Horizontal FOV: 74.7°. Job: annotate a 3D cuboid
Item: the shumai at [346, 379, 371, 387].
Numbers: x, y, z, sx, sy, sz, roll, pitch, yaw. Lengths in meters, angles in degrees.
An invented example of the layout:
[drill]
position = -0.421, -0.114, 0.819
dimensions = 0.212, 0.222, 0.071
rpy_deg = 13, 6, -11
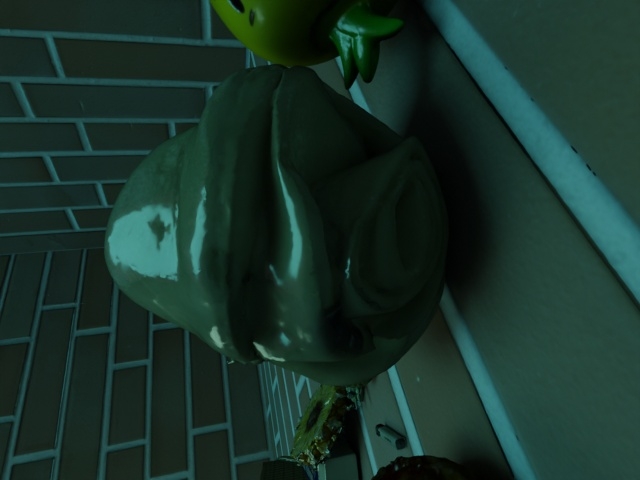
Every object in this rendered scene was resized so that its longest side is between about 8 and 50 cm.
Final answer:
[shumai]
position = 0.050, 0.197, 0.760
dimensions = 0.087, 0.099, 0.123
rpy_deg = -88, 3, -65

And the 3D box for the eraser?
[eraser]
position = 0.013, 0.509, 0.979
dimensions = 0.279, 0.081, 0.124
rpy_deg = 162, 104, -75

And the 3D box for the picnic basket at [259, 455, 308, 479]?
[picnic basket]
position = -0.061, 0.709, 1.085
dimensions = 0.313, 0.175, 0.227
rpy_deg = 110, 154, -77

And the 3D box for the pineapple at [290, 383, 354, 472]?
[pineapple]
position = 0.000, 0.379, 0.893
dimensions = 0.221, 0.047, 0.221
rpy_deg = -58, 10, 16

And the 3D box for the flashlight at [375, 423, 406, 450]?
[flashlight]
position = 0.112, 0.317, 0.678
dimensions = 0.083, 0.018, 0.018
rpy_deg = 147, 116, -73

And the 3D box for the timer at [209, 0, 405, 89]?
[timer]
position = 0.004, -0.309, 0.500
dimensions = 0.285, 0.285, 0.285
rpy_deg = 176, 90, -75

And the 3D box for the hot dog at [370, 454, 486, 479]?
[hot dog]
position = 0.114, 0.420, 0.406
dimensions = 0.267, 0.174, 0.387
rpy_deg = 169, 95, -77

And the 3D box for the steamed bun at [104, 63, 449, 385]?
[steamed bun]
position = 0.000, 0.000, 0.473
dimensions = 0.255, 0.368, 0.342
rpy_deg = 14, 70, 51

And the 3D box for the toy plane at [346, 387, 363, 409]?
[toy plane]
position = 0.067, 0.280, 0.808
dimensions = 0.080, 0.033, 0.083
rpy_deg = -95, 5, -74
